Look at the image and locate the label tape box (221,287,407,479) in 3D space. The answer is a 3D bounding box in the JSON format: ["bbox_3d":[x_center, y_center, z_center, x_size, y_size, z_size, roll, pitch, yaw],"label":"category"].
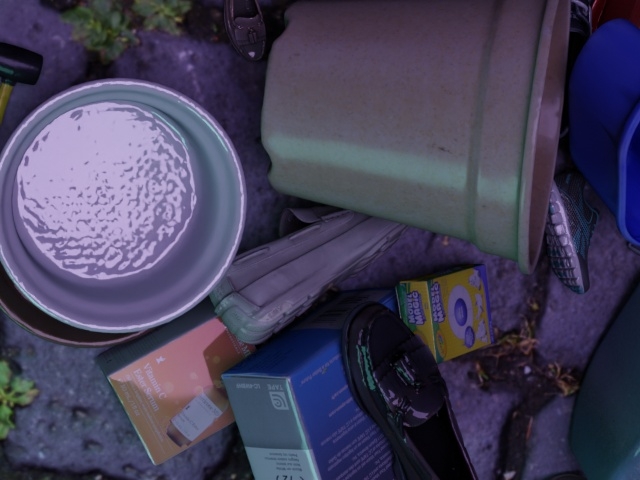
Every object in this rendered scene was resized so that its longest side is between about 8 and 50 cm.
[{"bbox_3d":[0.041,0.262,1.813,0.249,0.115,0.347,-33,114,-47],"label":"label tape box"}]

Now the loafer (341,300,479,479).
[{"bbox_3d":[0.120,0.203,1.738,0.109,0.095,0.302,-36,117,-30],"label":"loafer"}]

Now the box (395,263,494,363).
[{"bbox_3d":[0.150,0.090,1.848,0.179,0.043,0.105,-13,97,-54],"label":"box"}]

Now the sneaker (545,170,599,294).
[{"bbox_3d":[0.326,-0.013,1.934,0.076,0.065,0.166,-22,107,-16],"label":"sneaker"}]

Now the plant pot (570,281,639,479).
[{"bbox_3d":[0.462,0.240,1.936,0.247,0.248,0.252,32,106,-20],"label":"plant pot"}]

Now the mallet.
[{"bbox_3d":[-0.377,-0.134,1.715,0.062,0.039,0.189,24,97,-19],"label":"mallet"}]

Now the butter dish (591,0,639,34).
[{"bbox_3d":[0.425,-0.268,1.883,0.160,0.118,0.160,21,95,-20],"label":"butter dish"}]

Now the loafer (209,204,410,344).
[{"bbox_3d":[0.000,0.000,1.787,0.319,0.112,0.111,-33,79,-34],"label":"loafer"}]

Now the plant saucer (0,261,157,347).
[{"bbox_3d":[-0.266,-0.013,1.767,0.278,0.041,0.278,-3,102,-17],"label":"plant saucer"}]

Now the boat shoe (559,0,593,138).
[{"bbox_3d":[0.284,-0.272,1.848,0.108,0.102,0.301,4,100,-17],"label":"boat shoe"}]

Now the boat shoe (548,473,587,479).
[{"bbox_3d":[0.271,0.384,1.953,0.233,0.084,0.079,-24,128,-38],"label":"boat shoe"}]

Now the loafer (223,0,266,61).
[{"bbox_3d":[-0.090,-0.268,1.770,0.045,0.039,0.125,-17,105,-14],"label":"loafer"}]

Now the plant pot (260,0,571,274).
[{"bbox_3d":[0.106,-0.147,1.696,0.305,0.334,0.334,8,99,12],"label":"plant pot"}]

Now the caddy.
[{"bbox_3d":[0.433,-0.135,1.796,0.241,0.179,0.341,-28,143,-10],"label":"caddy"}]

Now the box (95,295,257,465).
[{"bbox_3d":[-0.158,0.162,1.806,0.170,0.091,0.130,-29,107,-9],"label":"box"}]

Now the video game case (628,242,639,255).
[{"bbox_3d":[0.508,-0.031,1.928,0.190,0.173,0.022,-53,132,-1],"label":"video game case"}]

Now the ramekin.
[{"bbox_3d":[-0.230,-0.047,1.679,0.277,0.135,0.277,-3,101,-15],"label":"ramekin"}]
